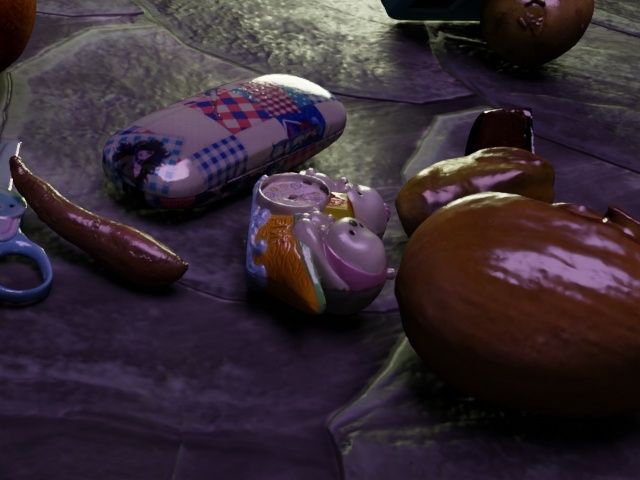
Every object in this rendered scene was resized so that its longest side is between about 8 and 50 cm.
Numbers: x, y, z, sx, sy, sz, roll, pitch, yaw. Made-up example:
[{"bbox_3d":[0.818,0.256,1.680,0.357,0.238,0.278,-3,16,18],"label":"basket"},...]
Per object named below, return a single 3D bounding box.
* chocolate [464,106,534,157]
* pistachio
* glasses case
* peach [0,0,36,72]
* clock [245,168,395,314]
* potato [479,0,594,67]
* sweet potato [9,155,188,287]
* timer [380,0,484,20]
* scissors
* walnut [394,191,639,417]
[{"bbox_3d":[0.203,-0.090,1.417,0.080,0.125,0.149,-2,36,8],"label":"chocolate"},{"bbox_3d":[0.162,-0.035,1.318,0.189,0.110,0.100,-19,14,-24],"label":"pistachio"},{"bbox_3d":[-0.097,-0.115,1.371,0.125,0.076,0.327,33,39,25],"label":"glasses case"},{"bbox_3d":[-0.429,-0.272,1.366,0.231,0.231,0.231,9,33,-6],"label":"peach"},{"bbox_3d":[0.000,0.000,1.210,0.144,0.103,0.231,3,32,0],"label":"clock"},{"bbox_3d":[0.309,-0.311,1.753,0.175,0.137,0.137,-12,40,-20],"label":"potato"},{"bbox_3d":[-0.223,-0.013,1.185,0.214,0.050,0.050,30,36,12],"label":"sweet potato"},{"bbox_3d":[0.234,-0.380,1.776,0.250,0.232,0.091,-17,82,-27],"label":"timer"},{"bbox_3d":[-0.313,-0.025,1.202,0.125,0.030,0.256,10,33,-12],"label":"scissors"},{"bbox_3d":[0.213,0.066,1.115,0.297,0.203,0.203,19,33,6],"label":"walnut"}]
